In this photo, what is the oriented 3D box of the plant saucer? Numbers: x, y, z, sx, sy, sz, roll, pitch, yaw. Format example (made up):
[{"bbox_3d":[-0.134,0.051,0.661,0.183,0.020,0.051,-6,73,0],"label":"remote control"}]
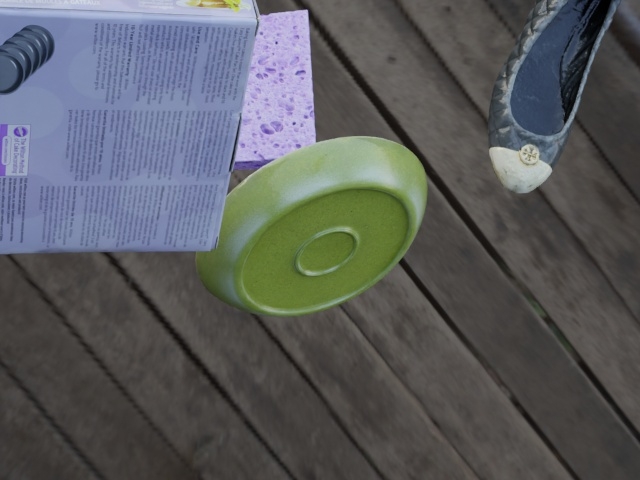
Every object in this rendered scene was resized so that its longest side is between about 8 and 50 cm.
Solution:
[{"bbox_3d":[0.000,0.000,1.287,0.241,0.037,0.241,-17,143,-13],"label":"plant saucer"}]

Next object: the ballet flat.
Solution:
[{"bbox_3d":[0.150,-0.114,0.871,0.057,0.049,0.173,19,87,-11],"label":"ballet flat"}]

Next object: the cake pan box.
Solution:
[{"bbox_3d":[-0.188,-0.091,1.057,0.245,0.070,0.267,0,136,-14],"label":"cake pan box"}]

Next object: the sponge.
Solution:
[{"bbox_3d":[-0.067,-0.189,1.683,0.117,0.031,0.210,-4,68,0],"label":"sponge"}]
